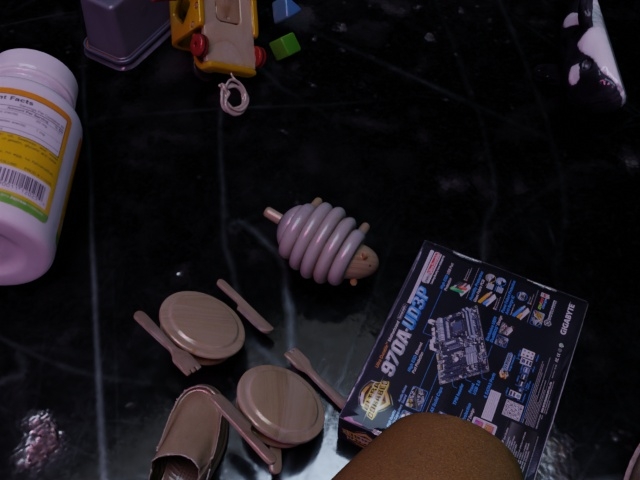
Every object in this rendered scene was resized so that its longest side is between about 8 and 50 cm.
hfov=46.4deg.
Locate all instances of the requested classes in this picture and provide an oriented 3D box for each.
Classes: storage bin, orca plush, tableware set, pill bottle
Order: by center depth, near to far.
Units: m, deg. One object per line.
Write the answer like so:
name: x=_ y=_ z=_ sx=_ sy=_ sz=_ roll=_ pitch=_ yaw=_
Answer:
tableware set: x=-0.079 y=0.123 z=0.702 sx=0.194 sy=0.039 sz=0.128 roll=42 pitch=32 yaw=19
pill bottle: x=-0.333 y=-0.087 z=0.801 sx=0.137 sy=0.136 sz=0.245 roll=0 pitch=54 yaw=-1
orca plush: x=0.313 y=-0.251 z=0.956 sx=0.102 sy=0.151 sz=0.287 roll=-18 pitch=53 yaw=25
storage bin: x=-0.260 y=-0.311 z=0.992 sx=0.098 sy=0.091 sz=0.135 roll=26 pitch=57 yaw=17

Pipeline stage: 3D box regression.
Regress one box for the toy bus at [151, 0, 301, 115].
toy bus: x=-0.141 y=-0.275 z=0.959 sx=0.104 sy=0.191 sz=0.202 roll=-10 pitch=37 yaw=49

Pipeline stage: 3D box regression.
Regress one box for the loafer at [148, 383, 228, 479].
loafer: x=-0.117 y=0.191 z=0.658 sx=0.056 sy=0.050 sz=0.148 roll=7 pitch=55 yaw=4

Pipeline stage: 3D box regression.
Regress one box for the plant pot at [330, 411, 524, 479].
plant pot: x=0.057 y=0.254 z=0.528 sx=0.237 sy=0.237 sz=0.254 roll=20 pitch=43 yaw=13

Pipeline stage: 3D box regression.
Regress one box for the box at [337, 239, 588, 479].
box: x=0.139 y=0.121 z=0.712 sx=0.175 sy=0.051 sz=0.220 roll=21 pitch=57 yaw=14

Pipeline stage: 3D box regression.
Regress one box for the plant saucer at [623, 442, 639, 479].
plant saucer: x=0.395 y=0.273 z=0.609 sx=0.311 sy=0.050 sz=0.310 roll=0 pitch=55 yaw=0

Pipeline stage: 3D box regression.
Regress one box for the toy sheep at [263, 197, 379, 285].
toy sheep: x=0.000 y=0.000 z=0.778 sx=0.132 sy=0.091 sz=0.091 roll=25 pitch=57 yaw=10
